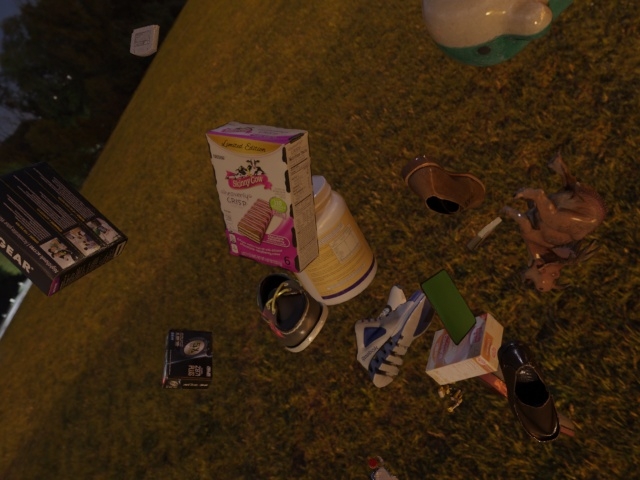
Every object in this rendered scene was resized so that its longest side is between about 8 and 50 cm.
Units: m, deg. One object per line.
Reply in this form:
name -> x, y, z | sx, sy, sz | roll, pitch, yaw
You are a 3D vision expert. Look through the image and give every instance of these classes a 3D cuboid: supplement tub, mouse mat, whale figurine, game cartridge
supplement tub -> 0.000, 0.000, 1.455 | 0.241, 0.331, 0.241 | -24, 27, 13
mouse mat -> 0.294, 0.145, 1.115 | 0.007, 0.189, 0.153 | -35, 80, 29
whale figurine -> 0.271, -0.325, 0.629 | 0.272, 0.141, 0.216 | -15, 56, 30
game cartridge -> -0.357, -0.403, 0.994 | 0.083, 0.017, 0.056 | 10, 90, 38

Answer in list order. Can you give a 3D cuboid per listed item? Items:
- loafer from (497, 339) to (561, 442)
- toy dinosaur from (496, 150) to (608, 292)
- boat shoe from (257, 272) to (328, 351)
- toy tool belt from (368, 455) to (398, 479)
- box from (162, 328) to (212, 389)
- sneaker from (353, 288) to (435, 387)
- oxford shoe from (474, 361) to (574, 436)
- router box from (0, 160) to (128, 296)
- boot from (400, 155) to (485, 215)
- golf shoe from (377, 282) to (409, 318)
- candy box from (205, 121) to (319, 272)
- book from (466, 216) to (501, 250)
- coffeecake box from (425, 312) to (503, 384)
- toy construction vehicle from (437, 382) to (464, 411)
loafer -> 0.385, 0.293, 0.903 | 0.080, 0.220, 0.078 | -25, 14, 13
toy dinosaur -> 0.448, -0.031, 0.899 | 0.127, 0.200, 0.296 | -42, -12, -19
boat shoe -> -0.067, 0.129, 0.952 | 0.109, 0.091, 0.305 | -49, 13, -5
toy tool belt -> 0.129, 0.501, 1.034 | 0.052, 0.051, 0.083 | -33, 64, -19
box -> -0.437, 0.392, 1.620 | 0.077, 0.147, 0.180 | 123, 148, -43
sneaker -> 0.201, 0.268, 1.510 | 0.182, 0.127, 0.315 | 32, 87, 43
oxford shoe -> 0.633, 0.456, 1.472 | 0.130, 0.348, 0.123 | -55, 4, -13
router box -> -0.391, -0.023, 0.699 | 0.046, 0.179, 0.133 | -50, -3, 37
boot -> 0.305, -0.098, 1.138 | 0.112, 0.305, 0.115 | -42, 58, 31
golf shoe -> 0.266, 0.298, 1.858 | 0.105, 0.120, 0.273 | -156, 69, -68
candy box -> -0.093, -0.072, 0.828 | 0.159, 0.233, 0.071 | 13, 35, 29
book -> 0.662, -0.028, 1.979 | 0.096, 0.035, 0.144 | -31, -20, -31
coffeecake box -> 0.383, 0.291, 1.307 | 0.185, 0.068, 0.142 | -34, 19, 45
toy construction vehicle -> 0.373, 0.418, 1.376 | 0.035, 0.086, 0.098 | -4, 23, 47
